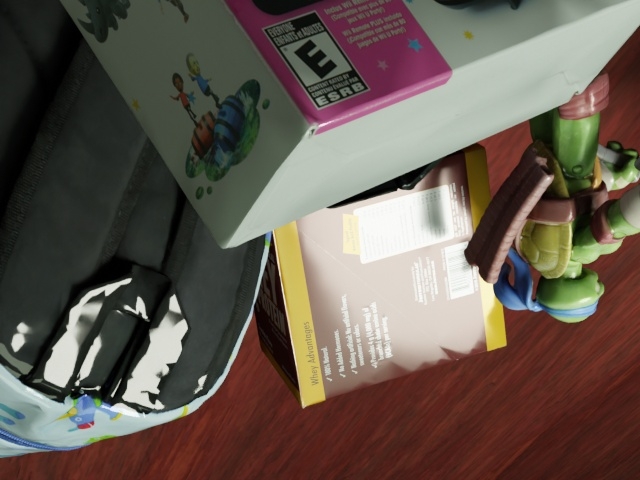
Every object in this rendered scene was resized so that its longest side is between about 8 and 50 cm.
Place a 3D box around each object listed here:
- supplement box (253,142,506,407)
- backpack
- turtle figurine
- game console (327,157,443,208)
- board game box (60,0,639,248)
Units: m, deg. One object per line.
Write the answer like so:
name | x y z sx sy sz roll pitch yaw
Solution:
supplement box | 0.040 0.013 1.176 0.194 0.129 0.191 -15 113 -14
backpack | -0.143 -0.059 0.730 0.273 0.356 0.290 -23 147 26
turtle figurine | 0.247 -0.076 1.066 0.274 0.266 0.198 -6 -159 28
game console | 0.038 -0.101 1.068 0.071 0.122 0.107 1 148 -36
board game box | -0.021 -0.175 0.606 0.224 0.303 0.097 -25 162 -35
